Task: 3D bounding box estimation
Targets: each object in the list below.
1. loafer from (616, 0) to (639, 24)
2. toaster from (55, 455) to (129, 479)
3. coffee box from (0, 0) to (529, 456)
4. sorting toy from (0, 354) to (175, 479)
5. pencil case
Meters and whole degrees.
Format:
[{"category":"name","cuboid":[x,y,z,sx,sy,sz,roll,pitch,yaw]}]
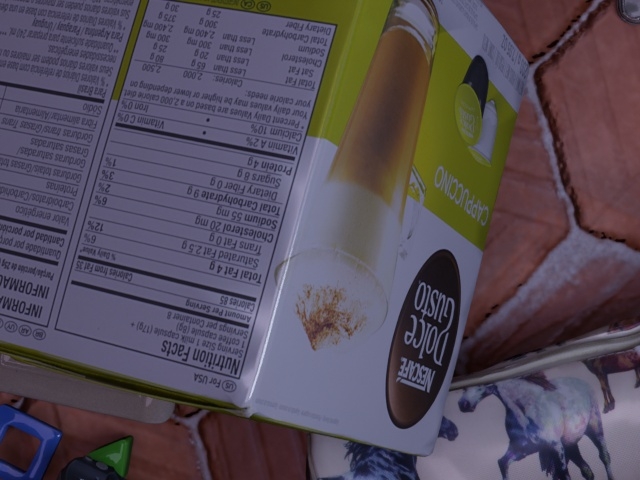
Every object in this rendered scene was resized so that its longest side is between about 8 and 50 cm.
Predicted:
[{"category":"loafer","cuboid":[0.286,-0.245,1.253,0.045,0.039,0.125,25,95,8]},{"category":"toaster","cuboid":[-0.159,0.300,1.279,0.227,0.129,0.146,28,100,-19]},{"category":"coffee box","cuboid":[-0.081,-0.048,1.083,0.338,0.337,0.334,12,82,25]},{"category":"sorting toy","cuboid":[-0.212,0.058,1.339,0.196,0.047,0.347,11,92,5]},{"category":"pencil case","cuboid":[0.182,0.157,1.210,0.410,0.160,0.183,-19,123,10]}]
